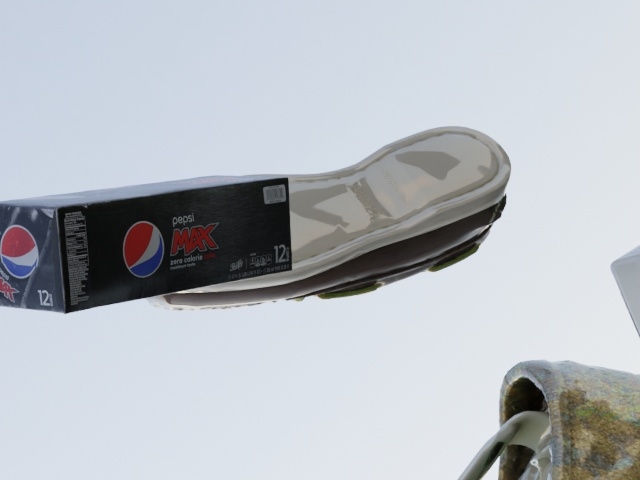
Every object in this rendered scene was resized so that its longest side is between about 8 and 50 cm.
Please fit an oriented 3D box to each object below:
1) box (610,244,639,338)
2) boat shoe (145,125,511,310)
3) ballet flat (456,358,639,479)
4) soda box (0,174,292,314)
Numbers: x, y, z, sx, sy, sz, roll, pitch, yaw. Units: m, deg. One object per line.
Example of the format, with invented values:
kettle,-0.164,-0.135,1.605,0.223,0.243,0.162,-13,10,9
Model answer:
box,0.389,0.020,1.586,0.232,0.127,0.148,-27,6,-36
boat shoe,0.000,0.000,1.488,0.324,0.116,0.096,-18,-38,-18
ballet flat,0.080,0.186,0.800,0.123,0.123,0.348,94,-165,-47
soda box,-0.091,-0.001,0.956,0.169,0.060,0.053,-9,-80,-49
